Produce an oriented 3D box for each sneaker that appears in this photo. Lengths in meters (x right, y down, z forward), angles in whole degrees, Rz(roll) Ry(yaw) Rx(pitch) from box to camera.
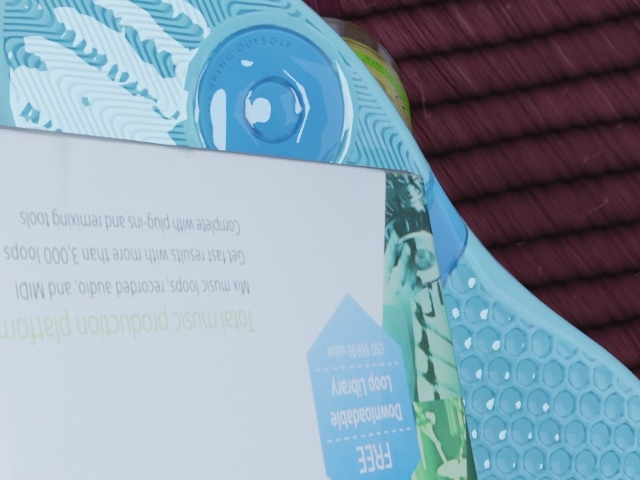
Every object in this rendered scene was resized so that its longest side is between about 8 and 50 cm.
[{"bbox_3d":[-0.034,0.023,0.695,0.319,0.127,0.208,48,-21,-24],"label":"sneaker"}]

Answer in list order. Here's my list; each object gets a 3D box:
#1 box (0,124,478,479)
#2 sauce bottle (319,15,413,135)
[{"bbox_3d":[-0.017,0.139,0.456,0.232,0.058,0.322,1,79,-63],"label":"box"},{"bbox_3d":[0.000,0.000,1.036,0.344,0.111,0.111,-92,170,-57],"label":"sauce bottle"}]
